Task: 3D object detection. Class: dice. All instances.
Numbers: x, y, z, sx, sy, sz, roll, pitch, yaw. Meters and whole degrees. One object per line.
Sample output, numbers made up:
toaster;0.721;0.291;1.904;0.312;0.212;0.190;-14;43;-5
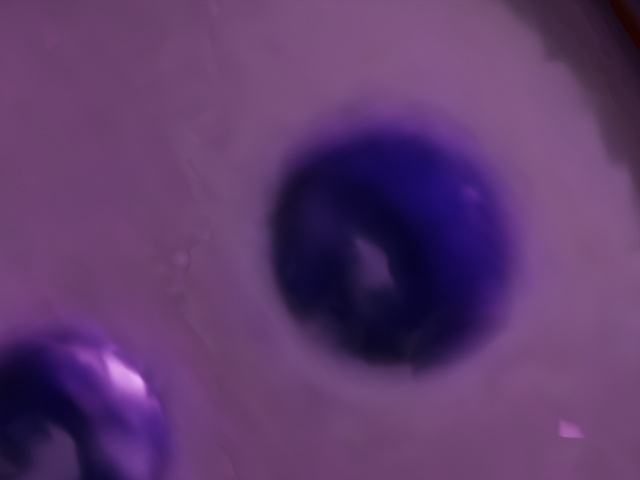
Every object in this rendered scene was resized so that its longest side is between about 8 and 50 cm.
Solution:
dice;0.000;0.000;0.560;0.304;0.277;0.304;-31;96;20
